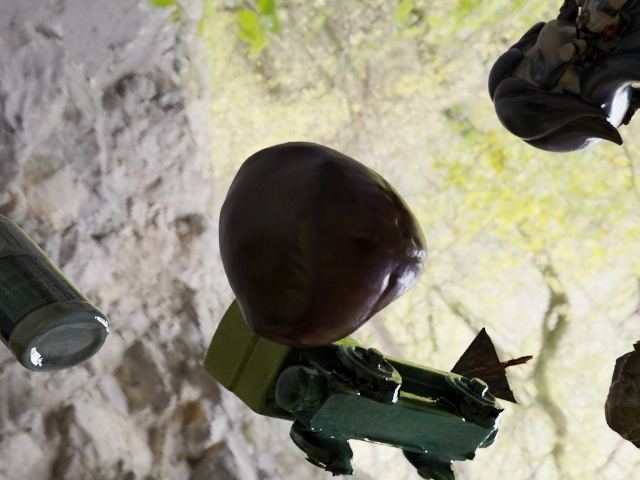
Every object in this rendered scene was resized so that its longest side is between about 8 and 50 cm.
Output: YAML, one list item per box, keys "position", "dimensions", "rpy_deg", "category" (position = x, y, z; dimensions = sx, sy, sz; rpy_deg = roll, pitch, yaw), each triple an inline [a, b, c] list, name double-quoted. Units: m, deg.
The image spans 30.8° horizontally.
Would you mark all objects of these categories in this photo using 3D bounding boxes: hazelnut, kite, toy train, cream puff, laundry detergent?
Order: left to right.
- position: [-0.291, 0.025, 1.051]
  dimensions: [0.099, 0.225, 0.070]
  rpy_deg: [-9, 133, -50]
  category: "laundry detergent"
- position: [0.000, 0.000, 1.228]
  dimensions: [0.229, 0.229, 0.229]
  rpy_deg: [-29, 154, -16]
  category: "hazelnut"
- position: [0.061, 0.192, 1.456]
  dimensions: [0.369, 0.237, 0.150]
  rpy_deg: [20, 100, -41]
  category: "toy train"
- position: [0.333, 0.259, 2.305]
  dimensions: [0.189, 0.009, 0.232]
  rpy_deg: [-17, 127, 9]
  category: "kite"
- position: [0.477, 0.183, 1.444]
  dimensions: [0.269, 0.155, 0.241]
  rpy_deg: [-18, 170, 30]
  category: "cream puff"

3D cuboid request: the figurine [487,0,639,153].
- position: [0.324, -0.214, 1.384]
  dimensions: [0.265, 0.197, 0.175]
  rpy_deg: [-22, -163, 49]
  category: "figurine"
